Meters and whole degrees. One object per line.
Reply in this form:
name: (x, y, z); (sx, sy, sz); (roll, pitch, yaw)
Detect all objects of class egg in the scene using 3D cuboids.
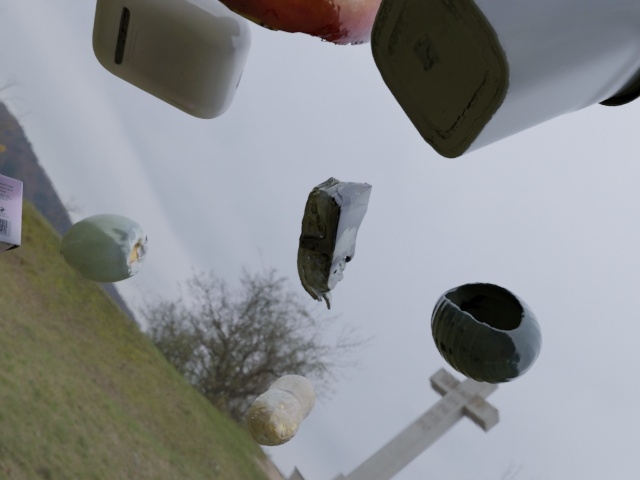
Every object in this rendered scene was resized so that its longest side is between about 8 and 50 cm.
egg: (-0.570, 0.018, 1.808); (0.217, 0.183, 0.183); (10, -33, 8)

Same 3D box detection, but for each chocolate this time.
chocolate: (-0.098, 0.424, 1.737); (0.134, 0.134, 0.309); (57, 13, 2)

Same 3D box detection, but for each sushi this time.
sushi: (0.007, 0.004, 1.431); (0.109, 0.134, 0.273); (25, -61, 24)

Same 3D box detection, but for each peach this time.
peach: (-0.018, -0.503, 1.230); (0.306, 0.380, 0.242); (50, -59, 30)

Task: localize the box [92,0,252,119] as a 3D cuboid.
box: (-0.329, -0.437, 1.520); (0.348, 0.141, 0.289); (29, -43, -1)

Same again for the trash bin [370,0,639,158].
trash bin: (0.201, -0.215, 0.679); (0.220, 0.250, 0.219); (58, -21, 16)

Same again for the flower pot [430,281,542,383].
flower pot: (0.319, 0.179, 1.353); (0.243, 0.189, 0.157); (-142, -140, -64)

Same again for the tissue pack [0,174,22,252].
tissue pack: (-0.700, -0.070, 1.314); (0.246, 0.092, 0.149); (21, 55, -50)
